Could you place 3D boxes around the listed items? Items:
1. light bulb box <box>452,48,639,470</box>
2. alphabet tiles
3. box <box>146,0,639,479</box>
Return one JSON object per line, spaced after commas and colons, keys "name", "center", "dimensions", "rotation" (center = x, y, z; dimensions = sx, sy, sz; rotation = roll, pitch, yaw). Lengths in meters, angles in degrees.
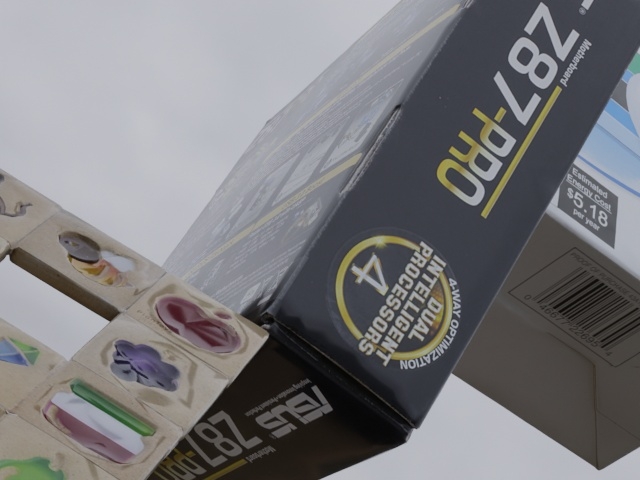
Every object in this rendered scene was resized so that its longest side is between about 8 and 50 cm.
{"name": "light bulb box", "center": [0.221, -0.044, 1.828], "dimensions": [0.358, 0.361, 0.225], "rotation": [34, -48, -23]}
{"name": "alphabet tiles", "center": [-0.146, 0.001, 0.540], "dimensions": [0.237, 0.198, 0.009], "rotation": [31, -66, 6]}
{"name": "box", "center": [0.000, 0.000, 1.033], "dimensions": [0.097, 0.318, 0.395], "rotation": [37, -30, -10]}
